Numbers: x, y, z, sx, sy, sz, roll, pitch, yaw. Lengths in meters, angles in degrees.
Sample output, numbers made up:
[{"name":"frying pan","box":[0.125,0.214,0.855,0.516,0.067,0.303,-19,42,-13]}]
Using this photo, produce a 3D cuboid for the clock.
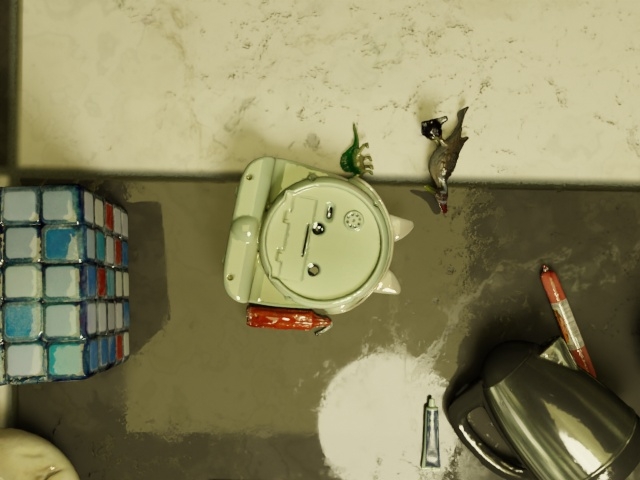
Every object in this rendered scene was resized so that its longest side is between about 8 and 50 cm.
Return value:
[{"name":"clock","box":[0.000,0.000,1.132,0.324,0.108,0.265,10,91,-1]}]

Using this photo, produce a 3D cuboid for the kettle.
[{"name":"kettle","box":[0.392,0.299,1.135,0.271,0.251,0.207,48,59,5]}]

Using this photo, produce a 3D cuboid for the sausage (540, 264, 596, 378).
[{"name":"sausage","box":[0.467,0.163,1.195,0.034,0.034,0.253,-21,91,-2]}]

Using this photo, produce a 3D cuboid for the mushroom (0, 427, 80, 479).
[{"name":"mushroom","box":[-0.552,0.464,1.010,0.314,0.336,0.314,0,91,-11]}]

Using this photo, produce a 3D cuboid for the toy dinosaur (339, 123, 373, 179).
[{"name":"toy dinosaur","box":[0.064,-0.157,1.180,0.060,0.029,0.120,-11,91,10]}]

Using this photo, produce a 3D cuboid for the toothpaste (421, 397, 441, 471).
[{"name":"toothpaste","box":[0.209,0.365,1.193,0.037,0.021,0.140,0,92,5]}]

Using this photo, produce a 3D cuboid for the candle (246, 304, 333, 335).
[{"name":"candle","box":[-0.057,0.149,1.166,0.162,0.053,0.048,6,96,-5]}]

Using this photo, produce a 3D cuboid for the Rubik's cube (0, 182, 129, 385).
[{"name":"Rubik's cube","box":[-0.477,0.075,1.016,0.291,0.293,0.287,-2,85,-2]}]

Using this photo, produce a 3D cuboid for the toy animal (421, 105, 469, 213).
[{"name":"toy animal","box":[0.227,-0.151,1.166,0.105,0.070,0.202,3,86,-21]}]
